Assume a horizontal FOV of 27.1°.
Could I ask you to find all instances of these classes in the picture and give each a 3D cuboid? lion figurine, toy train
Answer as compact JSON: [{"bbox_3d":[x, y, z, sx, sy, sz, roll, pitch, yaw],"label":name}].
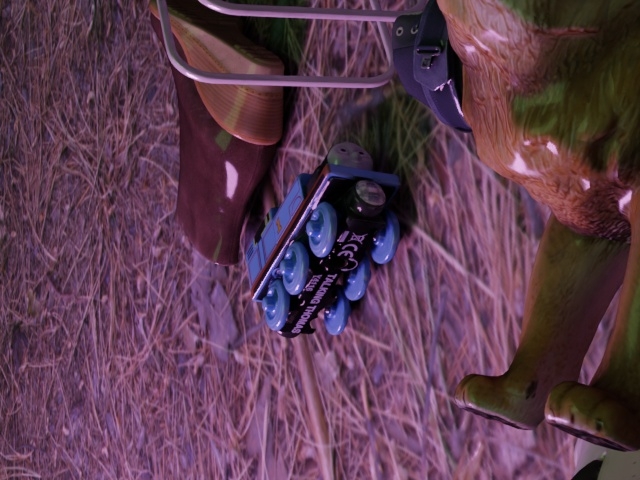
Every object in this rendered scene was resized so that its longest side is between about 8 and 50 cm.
[{"bbox_3d":[0.201,-0.008,0.485,0.240,0.392,0.142,-67,11,-10],"label":"lion figurine"},{"bbox_3d":[0.000,0.000,1.066,0.184,0.080,0.105,121,146,-43],"label":"toy train"}]

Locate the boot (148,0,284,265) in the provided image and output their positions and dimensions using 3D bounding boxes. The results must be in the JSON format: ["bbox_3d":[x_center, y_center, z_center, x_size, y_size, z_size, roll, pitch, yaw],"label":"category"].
[{"bbox_3d":[-0.122,-0.114,1.283,0.248,0.090,0.206,45,126,49],"label":"boot"}]

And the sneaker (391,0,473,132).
[{"bbox_3d":[0.114,-0.174,0.840,0.163,0.086,0.226,21,111,58],"label":"sneaker"}]

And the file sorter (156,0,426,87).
[{"bbox_3d":[-0.004,-0.260,0.910,0.277,0.193,0.173,113,149,-49],"label":"file sorter"}]

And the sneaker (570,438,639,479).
[{"bbox_3d":[0.161,0.137,0.593,0.330,0.122,0.146,-52,2,-31],"label":"sneaker"}]
